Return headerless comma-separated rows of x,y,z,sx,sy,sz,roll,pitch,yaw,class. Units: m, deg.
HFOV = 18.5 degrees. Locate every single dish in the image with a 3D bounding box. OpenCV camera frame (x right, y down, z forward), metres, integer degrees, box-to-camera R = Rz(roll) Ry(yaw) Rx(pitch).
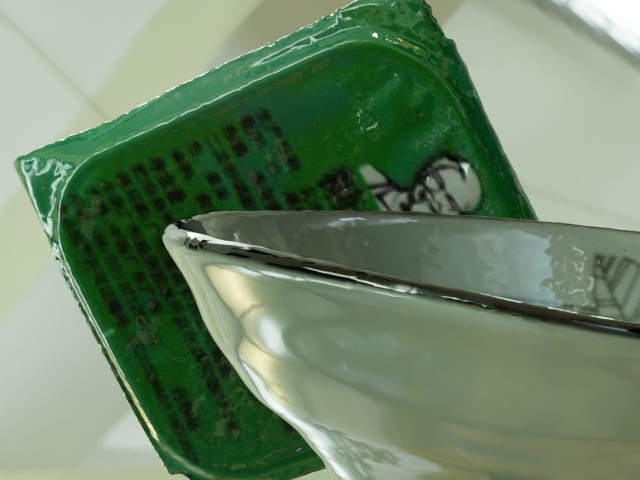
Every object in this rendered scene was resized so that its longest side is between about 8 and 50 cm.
0.092,0.057,0.739,0.316,0.316,0.106,-3,-77,-60,dish

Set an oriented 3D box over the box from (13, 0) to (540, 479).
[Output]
0.000,0.000,1.243,0.337,0.264,0.106,-21,11,32,box
